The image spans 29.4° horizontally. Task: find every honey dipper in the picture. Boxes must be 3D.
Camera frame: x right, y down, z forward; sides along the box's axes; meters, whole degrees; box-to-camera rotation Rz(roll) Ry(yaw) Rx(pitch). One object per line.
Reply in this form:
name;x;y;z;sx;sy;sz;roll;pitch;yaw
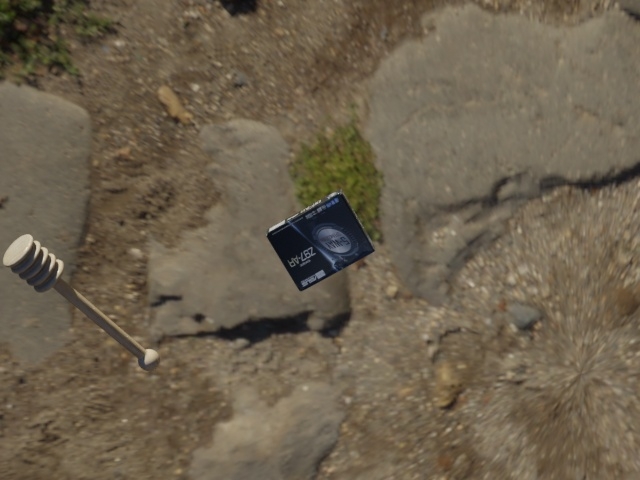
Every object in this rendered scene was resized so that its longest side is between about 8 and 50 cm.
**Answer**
honey dipper;-0.180;0.053;0.952;0.030;0.160;0.030;-28;38;24

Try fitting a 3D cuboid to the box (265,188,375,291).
box;0.000;0.000;1.153;0.083;0.018;0.067;-28;102;8
